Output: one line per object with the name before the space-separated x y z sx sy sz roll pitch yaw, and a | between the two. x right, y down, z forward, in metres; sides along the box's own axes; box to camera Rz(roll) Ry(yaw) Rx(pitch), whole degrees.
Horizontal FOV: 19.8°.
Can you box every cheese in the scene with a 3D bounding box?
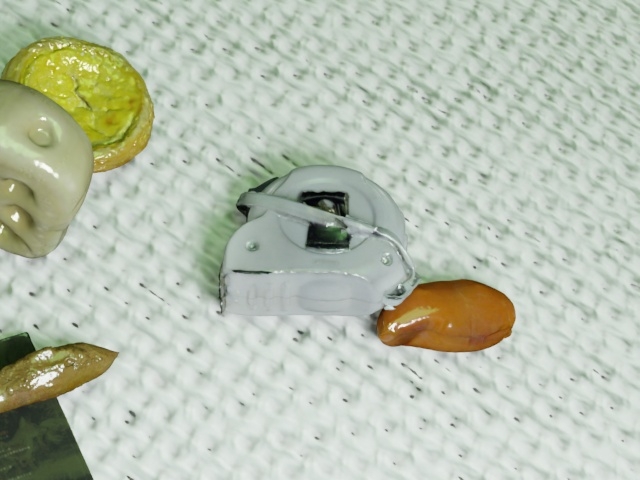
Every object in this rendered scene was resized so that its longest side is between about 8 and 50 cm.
cheese | -0.352 -0.081 2.055 0.235 0.218 0.117 14 54 29

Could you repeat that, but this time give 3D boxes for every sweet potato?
sweet potato | -0.312 0.150 1.990 0.206 0.068 0.060 -26 48 -27

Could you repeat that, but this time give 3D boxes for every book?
book | -0.347 0.220 1.986 0.160 0.024 0.228 -17 68 -27

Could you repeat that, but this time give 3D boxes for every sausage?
sausage | 0.146 0.092 2.183 0.179 0.089 0.089 0 62 -23

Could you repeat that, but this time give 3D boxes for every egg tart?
egg tart | -0.293 -0.153 2.184 0.191 0.074 0.191 8 60 -15

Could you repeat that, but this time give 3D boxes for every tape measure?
tape measure | 0.000 0.000 2.162 0.236 0.120 0.197 2 50 -2
